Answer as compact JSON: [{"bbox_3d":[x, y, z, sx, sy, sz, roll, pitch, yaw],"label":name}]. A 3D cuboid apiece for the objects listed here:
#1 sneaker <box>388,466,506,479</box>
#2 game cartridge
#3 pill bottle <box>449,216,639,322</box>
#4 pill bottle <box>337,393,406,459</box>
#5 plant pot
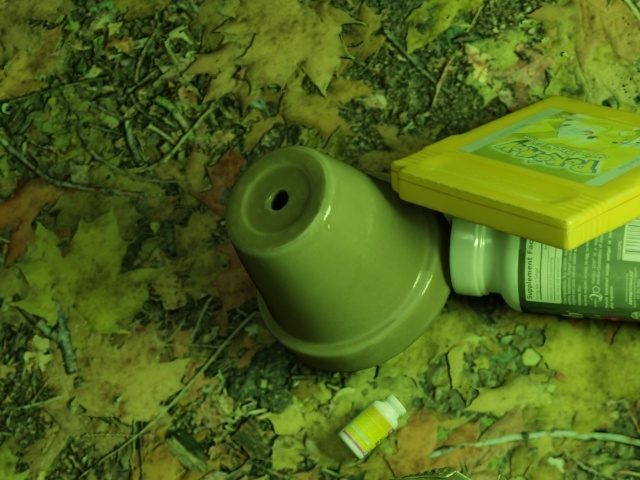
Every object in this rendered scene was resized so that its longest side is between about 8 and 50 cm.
[{"bbox_3d":[0.134,0.305,2.022,0.188,0.066,0.071,7,50,12],"label":"sneaker"},{"bbox_3d":[0.283,-0.089,2.023,0.323,0.053,0.285,-22,29,-40],"label":"game cartridge"},{"bbox_3d":[0.305,0.012,2.053,0.278,0.162,0.162,4,66,17],"label":"pill bottle"},{"bbox_3d":[0.064,0.226,2.078,0.083,0.043,0.043,-41,62,-6],"label":"pill bottle"},{"bbox_3d":[0.000,0.000,2.067,0.263,0.229,0.263,-16,57,25],"label":"plant pot"}]
